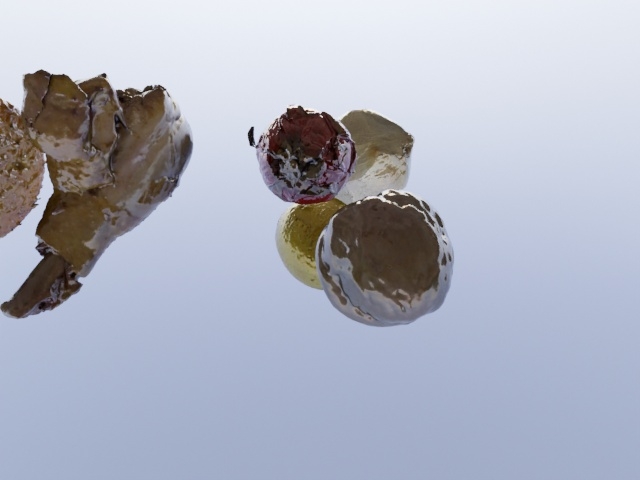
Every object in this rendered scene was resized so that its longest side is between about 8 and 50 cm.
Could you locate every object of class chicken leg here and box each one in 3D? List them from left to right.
[{"bbox_3d":[-0.338,-0.090,0.600,0.181,0.295,0.410,20,-112,6],"label":"chicken leg"}]

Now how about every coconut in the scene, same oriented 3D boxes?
[{"bbox_3d":[0.158,-0.297,1.516,0.360,0.346,0.347,-30,-132,27],"label":"coconut"}]

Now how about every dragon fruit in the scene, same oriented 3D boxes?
[{"bbox_3d":[-0.036,-0.160,0.884,0.218,0.224,0.148,-25,-158,15],"label":"dragon fruit"}]

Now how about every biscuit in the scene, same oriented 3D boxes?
[{"bbox_3d":[-0.524,-0.097,0.644,0.035,0.254,0.254,19,-124,10],"label":"biscuit"}]

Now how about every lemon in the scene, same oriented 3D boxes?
[{"bbox_3d":[0.000,0.000,1.224,0.257,0.258,0.310,-25,-128,-16],"label":"lemon"}]

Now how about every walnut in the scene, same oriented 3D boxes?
[{"bbox_3d":[0.114,0.038,0.743,0.248,0.248,0.249,-1,-126,1],"label":"walnut"}]
